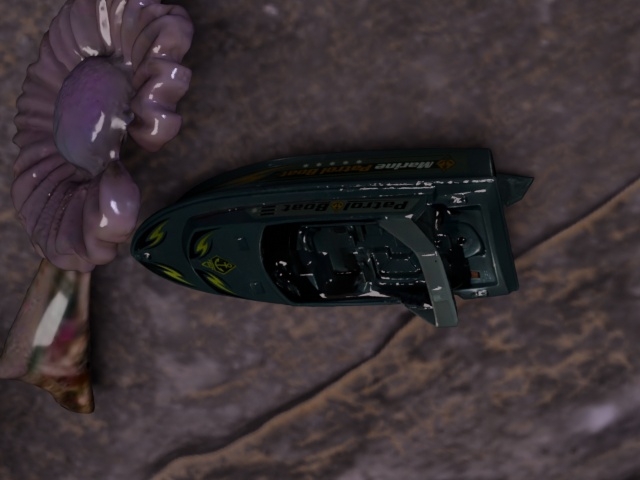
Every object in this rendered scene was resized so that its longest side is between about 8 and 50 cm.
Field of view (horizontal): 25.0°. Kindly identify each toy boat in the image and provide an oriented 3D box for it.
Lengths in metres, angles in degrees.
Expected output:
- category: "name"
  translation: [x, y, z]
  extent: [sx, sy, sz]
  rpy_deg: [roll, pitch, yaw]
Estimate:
- category: "toy boat"
  translation: [0.000, 0.000, 0.859]
  extent: [0.246, 0.103, 0.093]
  rpy_deg: [-3, 132, 17]

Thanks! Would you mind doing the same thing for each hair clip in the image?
- category: "hair clip"
  translation: [-0.147, -0.015, 0.866]
  extent: [0.069, 0.173, 0.300]
  rpy_deg: [-3, 125, -30]
